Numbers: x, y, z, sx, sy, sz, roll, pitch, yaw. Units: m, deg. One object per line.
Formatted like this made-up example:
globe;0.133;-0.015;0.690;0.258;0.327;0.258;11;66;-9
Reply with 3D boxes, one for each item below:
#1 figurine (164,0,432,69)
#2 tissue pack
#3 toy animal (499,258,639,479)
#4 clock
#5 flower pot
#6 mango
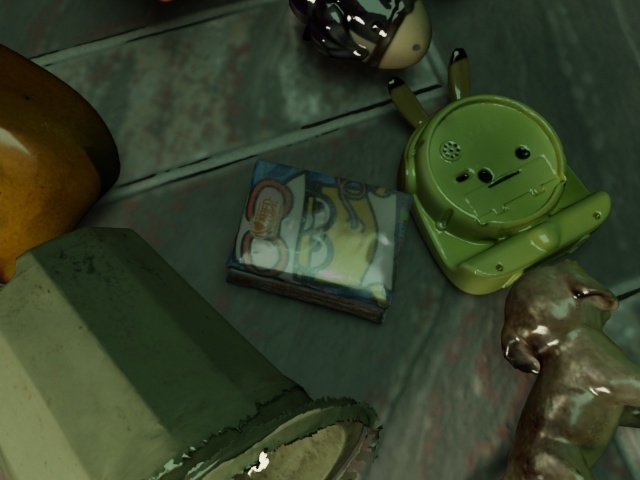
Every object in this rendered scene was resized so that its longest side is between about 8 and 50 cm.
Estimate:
figurine;-0.025;-0.331;0.938;0.412;0.241;0.306;25;84;-13
tissue pack;0.000;0.000;0.890;0.155;0.065;0.115;14;68;-2
toy animal;0.229;0.140;0.842;0.169;0.121;0.233;15;78;17
clock;0.157;-0.074;0.931;0.170;0.069;0.232;-27;75;-15
flower pot;-0.138;0.140;0.737;0.290;0.290;0.259;-36;64;-17
mango;-0.322;-0.096;0.844;0.287;0.152;0.201;30;37;-7
